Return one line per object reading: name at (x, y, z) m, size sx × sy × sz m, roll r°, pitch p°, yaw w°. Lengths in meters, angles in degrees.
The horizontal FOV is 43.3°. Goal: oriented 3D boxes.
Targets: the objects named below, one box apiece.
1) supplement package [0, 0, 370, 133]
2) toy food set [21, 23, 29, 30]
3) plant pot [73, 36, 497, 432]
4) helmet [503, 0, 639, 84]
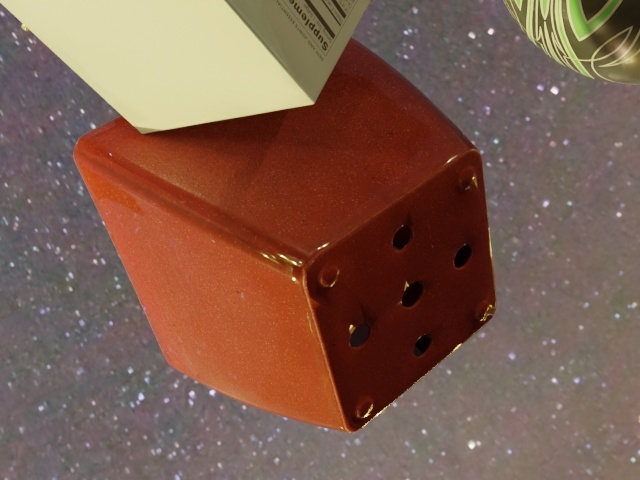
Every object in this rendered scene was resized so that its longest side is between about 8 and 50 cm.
supplement package at (-0.074, -0.244, 0.561) m, size 0.198 × 0.199 × 0.262 m, roll 45°, pitch -121°, yaw -35°
toy food set at (-0.229, -0.292, 0.797) m, size 0.128 × 0.071 × 0.218 m, roll -46°, pitch 4°, yaw 29°
plant pot at (0.000, 0.000, 0.692) m, size 0.267 × 0.236 × 0.267 m, roll -35°, pitch -49°, yaw -25°
helmet at (0.162, -0.159, 0.395) m, size 0.170 × 0.169 × 0.161 m, roll 8°, pitch -61°, yaw -42°
